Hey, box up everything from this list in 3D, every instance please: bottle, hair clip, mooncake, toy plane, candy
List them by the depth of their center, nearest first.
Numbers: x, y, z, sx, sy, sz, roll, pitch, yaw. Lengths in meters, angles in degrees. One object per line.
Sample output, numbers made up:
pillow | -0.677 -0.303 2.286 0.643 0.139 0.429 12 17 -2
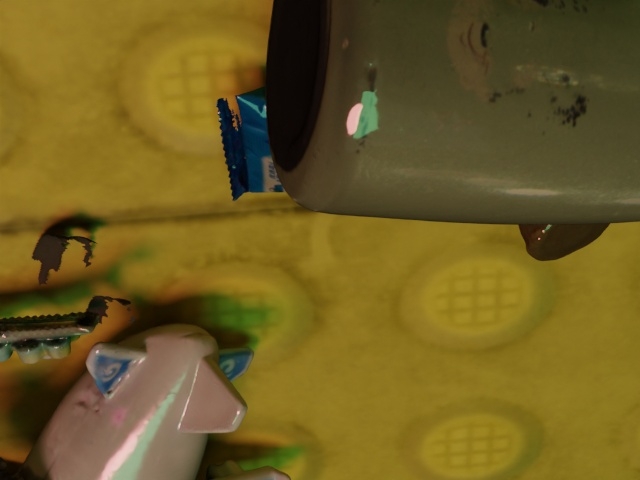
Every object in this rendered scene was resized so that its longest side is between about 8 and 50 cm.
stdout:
bottle | 0.151 -0.084 0.884 0.346 0.168 0.168 5 135 -15
candy | 0.010 -0.066 0.977 0.136 0.038 0.088 -14 139 -5
mooncake | 0.001 0.010 1.039 0.346 0.057 0.150 5 136 -12
hair clip | -0.218 0.059 1.065 0.172 0.049 0.049 0 137 14
toy plane | -0.134 0.164 1.115 0.266 0.123 0.267 -22 139 -20

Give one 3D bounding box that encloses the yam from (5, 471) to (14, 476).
yam | -0.255 0.181 1.187 0.132 0.054 0.054 17 131 -21
